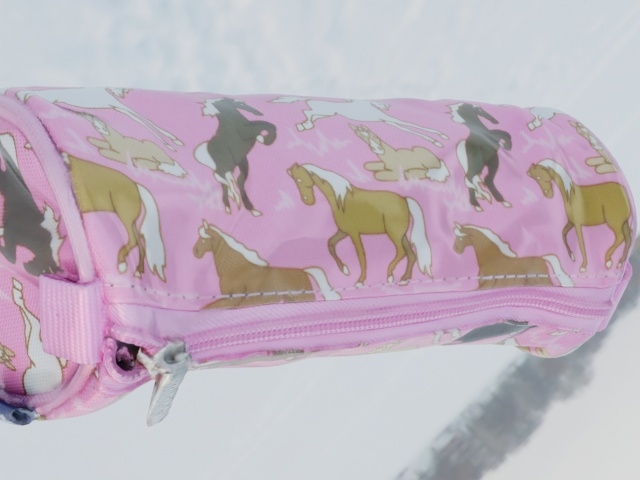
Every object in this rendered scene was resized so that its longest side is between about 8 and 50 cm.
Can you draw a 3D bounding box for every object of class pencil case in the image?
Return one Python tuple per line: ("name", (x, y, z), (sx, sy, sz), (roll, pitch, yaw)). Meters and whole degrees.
("pencil case", (0.000, 0.000, 0.693), (0.386, 0.167, 0.160), (-4, 168, -39))
